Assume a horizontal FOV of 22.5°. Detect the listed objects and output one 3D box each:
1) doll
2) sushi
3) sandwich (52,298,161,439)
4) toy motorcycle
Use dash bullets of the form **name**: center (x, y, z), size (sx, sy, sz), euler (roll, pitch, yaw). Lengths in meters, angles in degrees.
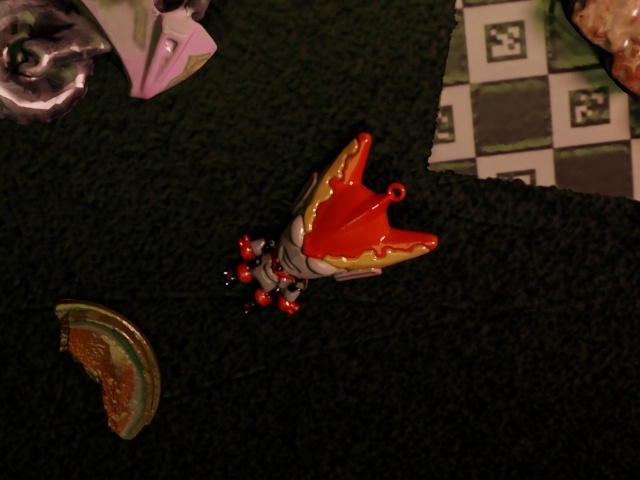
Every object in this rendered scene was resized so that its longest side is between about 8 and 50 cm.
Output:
- **doll**: center (0.000, 0.000, 1.306), size (0.169, 0.057, 0.109), euler (-33, 92, 25)
- **sushi**: center (0.263, -0.178, 1.230), size (0.320, 0.069, 0.339), euler (9, 111, -4)
- **sandwich**: center (-0.175, 0.101, 1.354), size (0.067, 0.029, 0.135), euler (-30, 108, 10)
- **toy motorcycle**: center (-0.154, -0.239, 1.172), size (0.188, 0.143, 0.327), euler (9, 96, -13)
